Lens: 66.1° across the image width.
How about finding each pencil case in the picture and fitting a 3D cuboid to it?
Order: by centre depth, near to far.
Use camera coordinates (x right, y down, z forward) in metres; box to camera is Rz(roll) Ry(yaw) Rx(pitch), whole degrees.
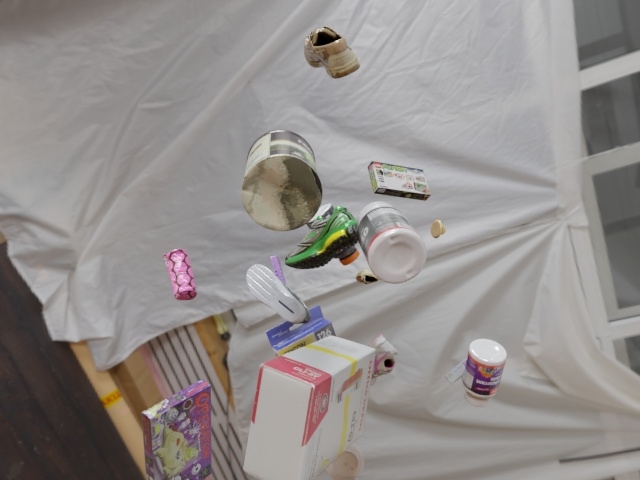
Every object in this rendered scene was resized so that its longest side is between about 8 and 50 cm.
[{"bbox_3d":[-0.573,0.141,2.007,0.098,0.095,0.209,4,54,-46],"label":"pencil case"}]

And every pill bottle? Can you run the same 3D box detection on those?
[{"bbox_3d":[0.193,-0.006,1.428,0.283,0.161,0.161,-104,172,-67],"label":"pill bottle"},{"bbox_3d":[0.487,0.403,1.482,0.108,0.108,0.193,-76,169,-61],"label":"pill bottle"},{"bbox_3d":[0.057,-0.017,1.983,0.245,0.130,0.130,54,21,-15],"label":"pill bottle"}]

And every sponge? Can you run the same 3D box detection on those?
[{"bbox_3d":[-0.166,0.172,2.082,0.117,0.031,0.210,90,-16,-82],"label":"sponge"}]

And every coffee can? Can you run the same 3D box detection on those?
[{"bbox_3d":[-0.105,-0.169,1.327,0.275,0.202,0.201,-100,168,-64],"label":"coffee can"}]

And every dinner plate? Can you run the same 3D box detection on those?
[{"bbox_3d":[0.088,0.796,1.758,0.017,0.141,0.141,169,-95,-85],"label":"dinner plate"}]

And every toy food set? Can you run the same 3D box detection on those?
[{"bbox_3d":[0.495,-0.050,2.084,0.083,0.020,0.082,121,-32,-47],"label":"toy food set"}]

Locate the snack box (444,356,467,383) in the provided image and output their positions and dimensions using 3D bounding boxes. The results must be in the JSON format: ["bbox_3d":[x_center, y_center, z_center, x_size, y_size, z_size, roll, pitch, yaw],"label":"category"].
[{"bbox_3d":[0.503,0.428,1.683,0.100,0.141,0.037,-10,54,-40],"label":"snack box"}]

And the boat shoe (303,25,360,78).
[{"bbox_3d":[0.021,-0.584,1.468,0.110,0.122,0.341,63,-4,-36],"label":"boat shoe"}]

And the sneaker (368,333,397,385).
[{"bbox_3d":[0.233,0.501,1.966,0.103,0.111,0.252,-26,139,-41],"label":"sneaker"}]

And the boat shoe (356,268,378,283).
[{"bbox_3d":[0.170,0.134,1.793,0.050,0.135,0.045,45,56,-14],"label":"boat shoe"}]

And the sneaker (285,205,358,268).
[{"bbox_3d":[0.000,0.000,1.817,0.134,0.344,0.146,17,47,-50],"label":"sneaker"}]

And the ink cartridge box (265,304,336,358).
[{"bbox_3d":[-0.056,0.486,2.188,0.304,0.072,0.307,-23,99,-32],"label":"ink cartridge box"}]

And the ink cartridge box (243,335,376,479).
[{"bbox_3d":[-0.010,0.433,1.303,0.385,0.160,0.279,-3,103,-62],"label":"ink cartridge box"}]

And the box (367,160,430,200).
[{"bbox_3d":[0.266,-0.200,1.662,0.036,0.207,0.114,126,-38,-50],"label":"box"}]

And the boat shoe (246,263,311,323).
[{"bbox_3d":[-0.170,0.225,1.944,0.335,0.121,0.119,42,-2,32],"label":"boat shoe"}]

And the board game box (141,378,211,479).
[{"bbox_3d":[-0.415,0.604,1.451,0.208,0.056,0.346,-25,125,-51],"label":"board game box"}]
